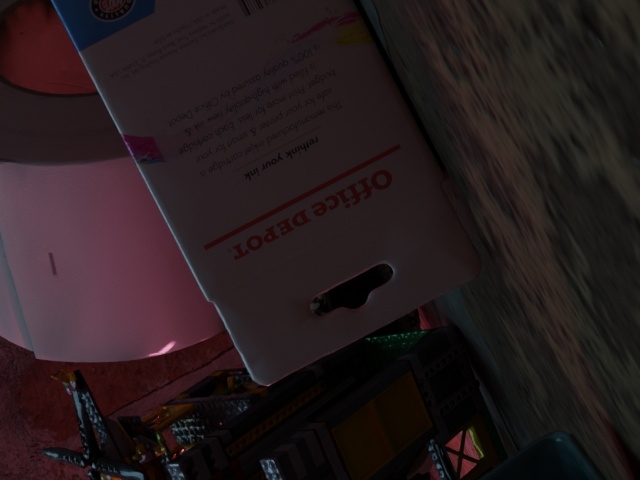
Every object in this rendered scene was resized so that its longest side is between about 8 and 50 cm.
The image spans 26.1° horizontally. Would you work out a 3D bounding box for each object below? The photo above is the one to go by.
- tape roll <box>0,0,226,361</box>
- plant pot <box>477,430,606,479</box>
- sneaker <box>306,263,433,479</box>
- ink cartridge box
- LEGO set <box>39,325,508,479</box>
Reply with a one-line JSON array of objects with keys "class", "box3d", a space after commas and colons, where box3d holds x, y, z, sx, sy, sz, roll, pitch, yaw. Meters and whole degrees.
[{"class": "tape roll", "box3d": [-0.137, -0.065, 0.900, 0.246, 0.246, 0.169, -119, 18, -45]}, {"class": "plant pot", "box3d": [0.094, 0.223, 0.443, 0.234, 0.165, 0.166, 53, -177, -27]}, {"class": "sneaker", "box3d": [0.000, 0.000, 1.045, 0.410, 0.158, 0.182, 64, 148, 29]}, {"class": "ink cartridge box", "box3d": [-0.022, -0.046, 0.552, 0.181, 0.104, 0.061, 63, 179, -1]}, {"class": "LEGO set", "box3d": [-0.025, 0.192, 0.846, 0.331, 0.192, 0.255, -1, 112, 44]}]
